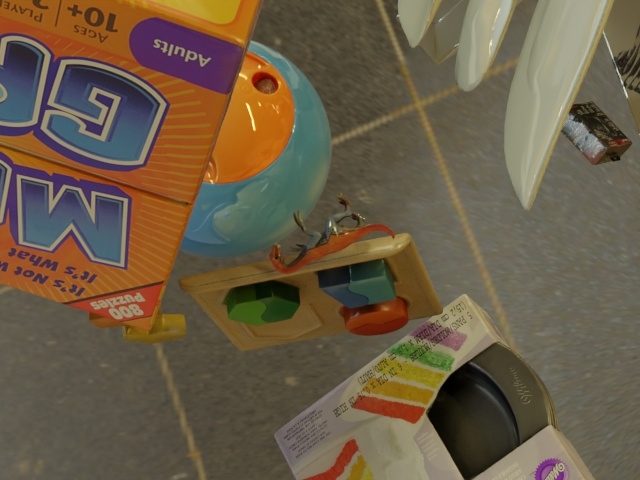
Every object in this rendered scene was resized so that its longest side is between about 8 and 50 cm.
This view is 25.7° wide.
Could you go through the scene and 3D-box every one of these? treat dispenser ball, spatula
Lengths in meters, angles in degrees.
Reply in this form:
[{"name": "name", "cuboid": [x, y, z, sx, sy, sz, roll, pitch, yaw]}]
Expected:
[{"name": "treat dispenser ball", "cuboid": [-0.129, -0.121, 1.816, 0.288, 0.288, 0.288, -1, 86, 18]}, {"name": "spatula", "cuboid": [0.079, -0.154, 0.473, 0.019, 0.168, 0.242, 7, 121, -15]}]

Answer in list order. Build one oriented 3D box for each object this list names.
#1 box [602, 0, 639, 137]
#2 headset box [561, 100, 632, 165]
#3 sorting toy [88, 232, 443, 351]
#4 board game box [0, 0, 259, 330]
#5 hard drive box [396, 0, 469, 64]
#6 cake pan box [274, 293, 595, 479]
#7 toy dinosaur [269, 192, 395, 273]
[{"name": "box", "cuboid": [0.413, -0.255, 1.748, 0.113, 0.094, 0.275, -22, 84, 20]}, {"name": "headset box", "cuboid": [0.330, -0.127, 1.688, 0.083, 0.062, 0.032, 51, 127, 20]}, {"name": "sorting toy", "cuboid": [-0.047, 0.069, 1.329, 0.307, 0.229, 0.041, -11, 69, 9]}, {"name": "board game box", "cuboid": [-0.237, -0.207, 1.214, 0.356, 0.356, 0.356, 18, 137, -5]}, {"name": "hard drive box", "cuboid": [0.227, -0.349, 1.886, 0.089, 0.232, 0.181, 49, 122, 1]}, {"name": "cake pan box", "cuboid": [0.114, 0.219, 1.390, 0.267, 0.070, 0.245, -36, 56, 11]}, {"name": "toy dinosaur", "cuboid": [0.000, 0.000, 1.175, 0.090, 0.047, 0.082, 21, 64, 43]}]
